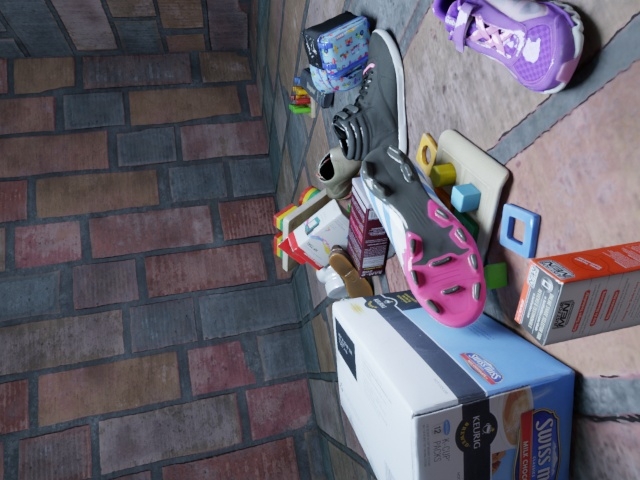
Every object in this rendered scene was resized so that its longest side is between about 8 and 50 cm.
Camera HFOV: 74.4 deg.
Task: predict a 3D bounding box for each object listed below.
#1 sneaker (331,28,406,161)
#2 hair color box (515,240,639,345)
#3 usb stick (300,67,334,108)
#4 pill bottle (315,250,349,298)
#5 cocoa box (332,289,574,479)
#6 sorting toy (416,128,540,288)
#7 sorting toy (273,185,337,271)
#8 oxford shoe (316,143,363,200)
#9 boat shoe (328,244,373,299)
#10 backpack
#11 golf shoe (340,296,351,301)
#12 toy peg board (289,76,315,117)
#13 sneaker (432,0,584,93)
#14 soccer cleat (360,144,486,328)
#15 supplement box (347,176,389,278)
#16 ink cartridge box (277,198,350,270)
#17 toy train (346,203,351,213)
[{"bbox_3d":[0.095,-0.305,0.905,0.104,0.147,0.295,-173,77,-79],"label":"sneaker"},{"bbox_3d":[0.260,0.046,0.389,0.043,0.141,0.072,-119,24,-58],"label":"hair color box"},{"bbox_3d":[-0.017,-0.533,1.465,0.278,0.045,0.077,-118,38,-50],"label":"usb stick"},{"bbox_3d":[0.043,0.061,1.392,0.136,0.136,0.245,102,157,-57],"label":"pill bottle"},{"bbox_3d":[0.179,0.243,0.678,0.347,0.228,0.231,-137,40,-71],"label":"cocoa box"},{"bbox_3d":[0.223,-0.064,0.708,0.347,0.047,0.196,-113,20,-51],"label":"sorting toy"},{"bbox_3d":[-0.059,-0.060,1.493,0.089,0.255,0.257,34,143,24],"label":"sorting toy"},{"bbox_3d":[0.045,-0.203,1.231,0.348,0.130,0.123,123,138,-71],"label":"oxford shoe"},{"bbox_3d":[0.094,0.100,1.246,0.207,0.073,0.073,58,-165,-23],"label":"boat shoe"},{"bbox_3d":[0.050,-0.439,1.023,0.117,0.158,0.173,44,158,42],"label":"backpack"},{"bbox_3d":[0.096,0.206,1.347,0.086,0.069,0.176,49,172,-21],"label":"golf shoe"},{"bbox_3d":[-0.078,-0.578,1.671,0.161,0.079,0.160,-121,26,-60],"label":"toy peg board"},{"bbox_3d":[0.211,-0.258,0.512,0.095,0.105,0.236,100,158,-50],"label":"sneaker"},{"bbox_3d":[0.171,-0.011,0.697,0.331,0.116,0.143,68,-169,23],"label":"soccer cleat"},{"bbox_3d":[0.126,-0.033,1.106,0.130,0.073,0.239,-111,18,-49],"label":"supplement box"},{"bbox_3d":[0.000,0.000,1.266,0.134,0.231,0.078,39,-161,-40],"label":"ink cartridge box"},{"bbox_3d":[0.093,-0.087,1.337,0.083,0.024,0.017,99,159,-52],"label":"toy train"}]
